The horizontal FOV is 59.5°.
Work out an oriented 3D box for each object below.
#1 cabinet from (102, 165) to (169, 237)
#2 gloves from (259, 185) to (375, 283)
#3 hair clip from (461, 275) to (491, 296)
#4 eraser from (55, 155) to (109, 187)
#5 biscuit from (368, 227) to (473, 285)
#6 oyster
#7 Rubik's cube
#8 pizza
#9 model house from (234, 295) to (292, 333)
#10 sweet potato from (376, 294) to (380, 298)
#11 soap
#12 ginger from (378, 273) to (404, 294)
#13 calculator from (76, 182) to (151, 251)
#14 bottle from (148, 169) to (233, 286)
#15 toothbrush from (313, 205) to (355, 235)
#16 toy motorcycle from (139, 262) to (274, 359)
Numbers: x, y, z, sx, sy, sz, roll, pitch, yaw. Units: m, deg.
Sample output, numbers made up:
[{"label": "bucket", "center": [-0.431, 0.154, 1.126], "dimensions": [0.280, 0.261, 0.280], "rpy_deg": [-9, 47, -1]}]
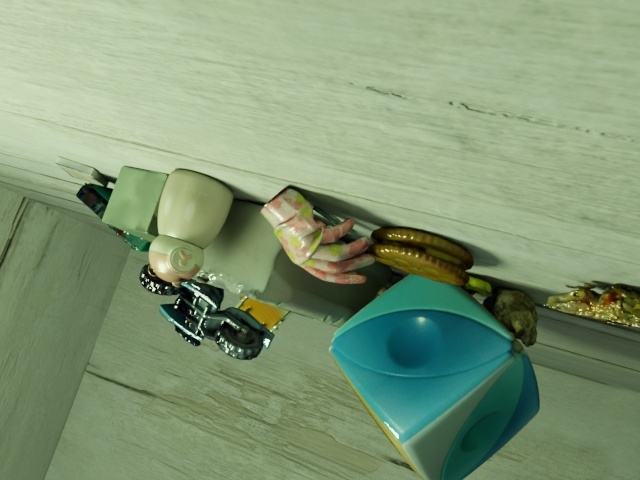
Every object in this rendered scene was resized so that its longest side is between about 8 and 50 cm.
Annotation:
[{"label": "cabinet", "center": [-0.393, -0.070, 1.383], "dimensions": [0.150, 0.145, 0.206], "rpy_deg": [12, 169, 26]}, {"label": "gloves", "center": [-0.006, 0.006, 1.083], "dimensions": [0.241, 0.126, 0.145], "rpy_deg": [49, 137, -4]}, {"label": "hair clip", "center": [0.364, 0.113, 1.338], "dimensions": [0.072, 0.046, 0.173], "rpy_deg": [17, 172, 9]}, {"label": "eraser", "center": [-0.659, -0.187, 1.559], "dimensions": [0.103, 0.023, 0.150], "rpy_deg": [18, 170, -3]}, {"label": "biscuit", "center": [0.201, 0.034, 1.139], "dimensions": [0.220, 0.066, 0.220], "rpy_deg": [18, 170, 3]}, {"label": "oyster", "center": [0.465, 0.183, 1.384], "dimensions": [0.166, 0.111, 0.341], "rpy_deg": [25, 176, 21]}, {"label": "Rubik's cube", "center": [0.270, 0.322, 1.328], "dimensions": [0.352, 0.351, 0.347], "rpy_deg": [45, 172, 45]}, {"label": "pizza", "center": [0.537, 0.111, 1.000], "dimensions": [0.147, 0.069, 0.226], "rpy_deg": [-2, -173, -37]}, {"label": "model house", "center": [-0.196, 0.204, 1.918], "dimensions": [0.243, 0.312, 0.357], "rpy_deg": [50, 170, 1]}, {"label": "sweet potato", "center": [0.202, 0.183, 1.978], "dimensions": [0.273, 0.067, 0.067], "rpy_deg": [13, 170, -3]}, {"label": "soap", "center": [-0.074, 0.074, 1.409], "dimensions": [0.350, 0.213, 0.435], "rpy_deg": [9, 167, 42]}, {"label": "ginger", "center": [0.169, 0.126, 1.684], "dimensions": [0.213, 0.074, 0.137], "rpy_deg": [11, 159, 17]}, {"label": "calculator", "center": [-0.534, -0.054, 1.594], "dimensions": [0.274, 0.058, 0.248], "rpy_deg": [41, -174, 9]}, {"label": "bottle", "center": [-0.291, -0.020, 1.207], "dimensions": [0.147, 0.237, 0.147], "rpy_deg": [17, 169, 3]}, {"label": "toothbrush", "center": [0.029, -0.041, 1.192], "dimensions": [0.014, 0.011, 0.167], "rpy_deg": [17, 172, 37]}, {"label": "toy motorcycle", "center": [-0.294, 0.169, 1.528], "dimensions": [0.416, 0.172, 0.232], "rpy_deg": [32, -160, 22]}]
